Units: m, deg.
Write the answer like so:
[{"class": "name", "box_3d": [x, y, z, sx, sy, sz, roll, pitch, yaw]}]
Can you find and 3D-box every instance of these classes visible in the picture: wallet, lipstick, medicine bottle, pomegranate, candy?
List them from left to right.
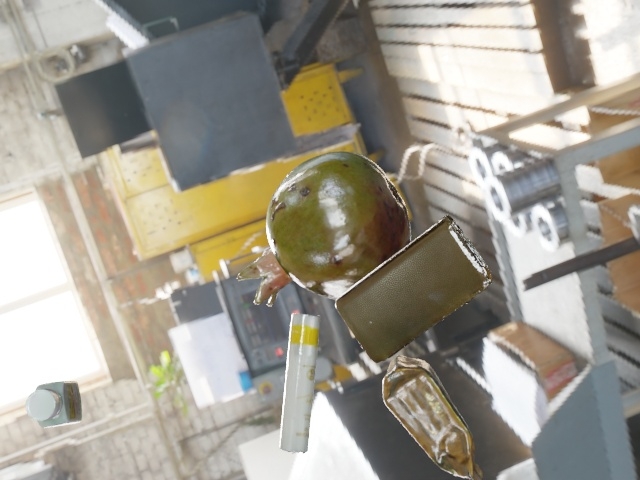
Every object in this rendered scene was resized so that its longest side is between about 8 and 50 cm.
[{"class": "medicine bottle", "box_3d": [-0.449, 0.275, 1.446, 0.118, 0.055, 0.074, 61, -159, -78]}, {"class": "lipstick", "box_3d": [-0.040, 0.274, 1.656, 0.059, 0.059, 0.264, 153, 124, -80]}, {"class": "pomegranate", "box_3d": [0.005, -0.023, 1.574, 0.291, 0.323, 0.291, 26, -123, -50]}, {"class": "wallet", "box_3d": [0.120, 0.067, 1.121, 0.110, 0.198, 0.031, 56, -159, 13]}, {"class": "candy", "box_3d": [0.209, 0.330, 1.541, 0.271, 0.101, 0.143, 53, -171, 6]}]
